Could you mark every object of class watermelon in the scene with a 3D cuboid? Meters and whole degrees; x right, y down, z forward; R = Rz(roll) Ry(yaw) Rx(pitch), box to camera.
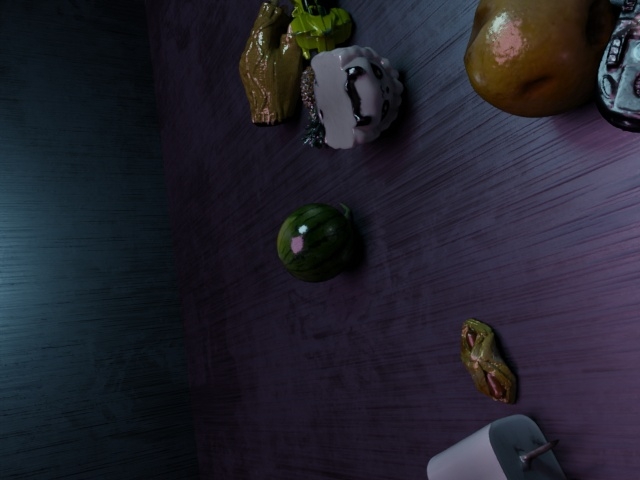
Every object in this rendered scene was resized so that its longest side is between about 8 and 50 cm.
[{"bbox_3d":[0.000,0.000,1.348,0.188,0.215,0.188,53,170,13],"label":"watermelon"}]

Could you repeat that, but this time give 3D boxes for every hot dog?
[{"bbox_3d":[0.286,0.212,0.988,0.078,0.061,0.169,-57,46,42],"label":"hot dog"}]

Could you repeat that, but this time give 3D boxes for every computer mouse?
[{"bbox_3d":[0.430,-0.239,0.681,0.137,0.096,0.233,24,100,43],"label":"computer mouse"}]

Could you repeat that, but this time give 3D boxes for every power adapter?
[{"bbox_3d":[0.307,0.397,0.905,0.255,0.124,0.187,-56,47,46],"label":"power adapter"}]

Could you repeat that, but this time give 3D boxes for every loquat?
[{"bbox_3d":[0.301,-0.282,0.795,0.213,0.213,0.213,7,98,59],"label":"loquat"}]

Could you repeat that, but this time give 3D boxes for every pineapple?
[{"bbox_3d":[-0.010,-0.344,1.423,0.103,0.083,0.221,-174,82,-71],"label":"pineapple"}]

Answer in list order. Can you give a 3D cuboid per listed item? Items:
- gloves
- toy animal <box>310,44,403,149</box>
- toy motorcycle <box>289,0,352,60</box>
[{"bbox_3d":[-0.137,-0.494,1.555,0.203,0.155,0.356,18,104,53],"label":"gloves"},{"bbox_3d":[0.081,-0.313,1.207,0.204,0.156,0.208,9,116,55],"label":"toy animal"},{"bbox_3d":[-0.024,-0.616,1.376,0.206,0.142,0.342,60,-166,-70],"label":"toy motorcycle"}]
